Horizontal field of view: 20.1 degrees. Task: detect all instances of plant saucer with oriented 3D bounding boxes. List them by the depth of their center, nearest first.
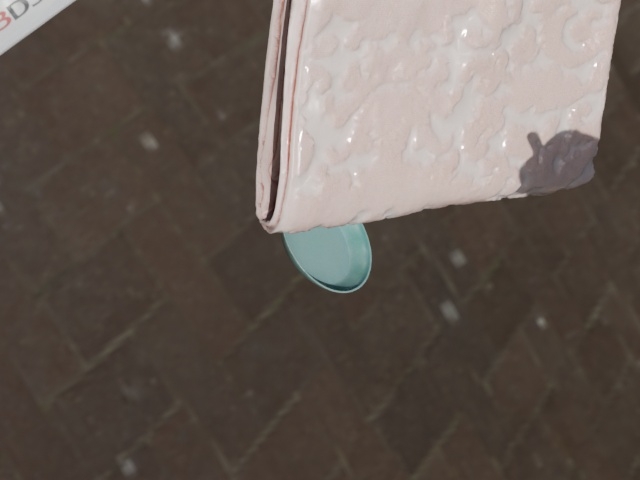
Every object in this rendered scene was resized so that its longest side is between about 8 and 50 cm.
[{"bbox_3d":[0.000,0.000,1.767,0.119,0.021,0.119,26,50,-35],"label":"plant saucer"}]

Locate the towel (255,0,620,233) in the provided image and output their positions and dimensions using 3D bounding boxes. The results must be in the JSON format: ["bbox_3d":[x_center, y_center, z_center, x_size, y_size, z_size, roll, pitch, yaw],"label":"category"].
[{"bbox_3d":[0.107,-0.170,1.391,0.332,0.317,0.053,-9,26,-34],"label":"towel"}]

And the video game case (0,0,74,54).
[{"bbox_3d":[-0.274,-0.211,1.203,0.212,0.193,0.023,54,-1,-19],"label":"video game case"}]
